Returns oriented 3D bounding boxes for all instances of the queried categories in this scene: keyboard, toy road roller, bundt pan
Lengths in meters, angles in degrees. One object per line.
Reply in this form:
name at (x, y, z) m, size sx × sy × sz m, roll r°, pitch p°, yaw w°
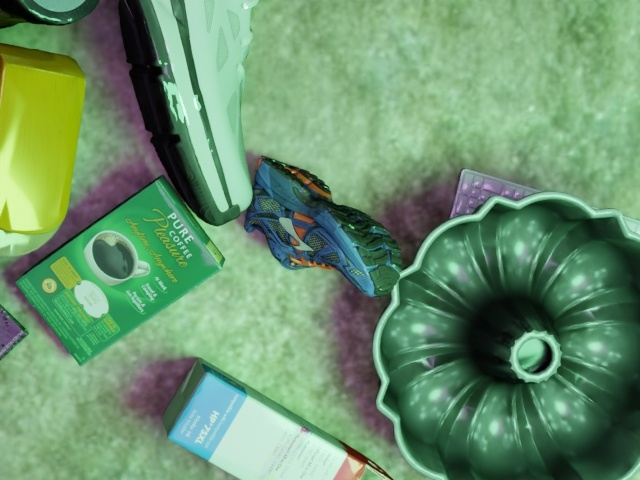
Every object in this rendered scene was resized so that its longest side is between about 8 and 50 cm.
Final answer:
keyboard at (0.263, -0.008, 1.492) m, size 0.256 × 0.014 × 0.072 m, roll 16°, pitch 90°, yaw -9°
toy road roller at (-0.354, -0.158, 1.260) m, size 0.241 × 0.202 × 0.329 m, roll 4°, pitch 93°, yaw -35°
bundt pan at (0.204, 0.106, 1.426) m, size 0.331 × 0.124 × 0.330 m, roll -1°, pitch 98°, yaw -7°

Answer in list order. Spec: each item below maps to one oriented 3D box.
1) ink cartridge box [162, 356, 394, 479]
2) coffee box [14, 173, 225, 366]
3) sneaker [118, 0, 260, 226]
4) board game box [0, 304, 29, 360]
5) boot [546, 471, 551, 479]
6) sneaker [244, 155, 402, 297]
ink cartridge box at (-0.040, 0.213, 1.395) m, size 0.231 × 0.134 × 0.078 m, roll 32°, pitch 87°, yaw -8°
coffee box at (-0.199, 0.030, 1.388) m, size 0.184 × 0.040 × 0.113 m, roll -36°, pitch 98°, yaw 11°
sneaker at (-0.067, -0.250, 1.355) m, size 0.257 × 0.169 × 0.447 m, roll -16°, pitch 102°, yaw -15°
board game box at (-0.432, 0.137, 1.387) m, size 0.260 × 0.030 × 0.136 m, roll -44°, pitch 100°, yaw -4°
boot at (0.196, 0.368, 1.478) m, size 0.190 × 0.076 × 0.208 m, roll -15°, pitch 102°, yaw -5°
sneaker at (0.000, 0.000, 1.377) m, size 0.083 × 0.221 × 0.087 m, roll 13°, pitch 110°, yaw -42°
